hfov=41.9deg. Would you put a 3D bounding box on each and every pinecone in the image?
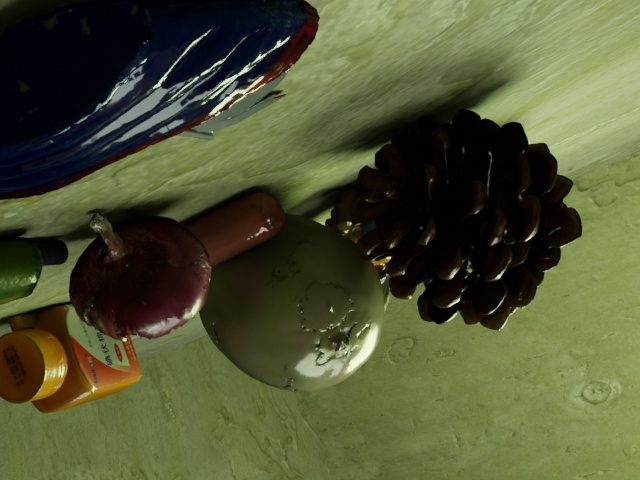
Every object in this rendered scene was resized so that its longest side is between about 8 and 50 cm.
[{"bbox_3d":[0.156,-0.028,0.956,0.264,0.264,0.264,-21,173,-3],"label":"pinecone"}]

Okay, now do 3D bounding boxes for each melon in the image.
[{"bbox_3d":[-0.043,0.076,1.099,0.223,0.223,0.317,-19,-161,-20],"label":"melon"}]

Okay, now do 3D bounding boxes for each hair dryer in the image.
[{"bbox_3d":[-0.301,0.020,0.843,0.083,0.026,0.047,-16,174,25],"label":"hair dryer"}]

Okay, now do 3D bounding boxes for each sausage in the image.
[{"bbox_3d":[-0.116,-0.008,1.004,0.154,0.062,0.062,-24,173,23],"label":"sausage"}]

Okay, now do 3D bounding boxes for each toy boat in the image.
[{"bbox_3d":[-0.075,-0.087,0.507,0.219,0.072,0.318,-22,177,35],"label":"toy boat"}]

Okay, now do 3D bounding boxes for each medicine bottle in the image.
[{"bbox_3d":[-0.387,0.177,1.266,0.112,0.149,0.222,-24,172,19],"label":"medicine bottle"}]

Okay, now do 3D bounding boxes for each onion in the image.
[{"bbox_3d":[-0.190,0.018,0.843,0.150,0.150,0.140,-20,134,-9],"label":"onion"}]

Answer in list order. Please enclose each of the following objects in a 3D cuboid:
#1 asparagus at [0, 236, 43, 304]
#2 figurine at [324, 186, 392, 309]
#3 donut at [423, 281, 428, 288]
[{"bbox_3d":[-0.348,0.039,0.673,0.067,0.060,0.278,-13,179,36],"label":"asparagus"},{"bbox_3d":[0.060,0.034,1.279,0.185,0.204,0.332,-14,170,-36],"label":"figurine"},{"bbox_3d":[0.233,-0.033,1.307,0.269,0.103,0.269,-50,-170,12],"label":"donut"}]
